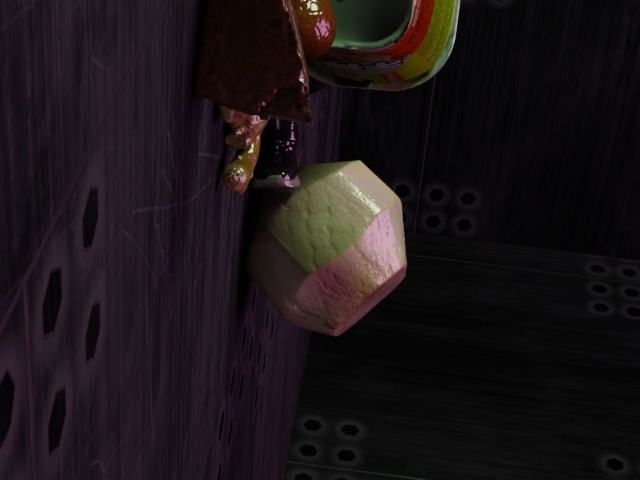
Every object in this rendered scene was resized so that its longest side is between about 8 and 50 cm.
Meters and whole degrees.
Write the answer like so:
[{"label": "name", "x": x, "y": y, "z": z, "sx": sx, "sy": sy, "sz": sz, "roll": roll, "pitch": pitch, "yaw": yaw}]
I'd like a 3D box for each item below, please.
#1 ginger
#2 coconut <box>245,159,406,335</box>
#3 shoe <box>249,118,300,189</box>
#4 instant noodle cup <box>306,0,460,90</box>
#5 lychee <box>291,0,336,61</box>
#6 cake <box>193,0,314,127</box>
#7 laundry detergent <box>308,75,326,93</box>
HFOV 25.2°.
[{"label": "ginger", "x": -0.086, "y": -0.147, "z": 1.616, "sx": 0.176, "sy": 0.052, "sz": 0.193, "roll": -74, "pitch": 179, "yaw": -68}, {"label": "coconut", "x": 0.000, "y": 0.000, "z": 2.074, "sx": 0.259, "sy": 0.259, "sz": 0.259, "roll": 7, "pitch": 90, "yaw": -87}, {"label": "shoe", "x": -0.060, "y": -0.132, "z": 1.985, "sx": 0.169, "sy": 0.071, "sz": 0.099, "roll": -86, "pitch": 179, "yaw": -67}, {"label": "instant noodle cup", "x": 0.053, "y": -0.352, "z": 2.003, "sx": 0.308, "sy": 0.294, "sz": 0.294, "roll": -17, "pitch": 114, "yaw": -79}, {"label": "lychee", "x": -0.029, "y": -0.263, "z": 1.816, "sx": 0.114, "sy": 0.101, "sz": 0.140, "roll": 7, "pitch": 70, "yaw": -88}, {"label": "cake", "x": -0.077, "y": -0.252, "z": 1.393, "sx": 0.116, "sy": 0.112, "sz": 0.295, "roll": -71, "pitch": 154, "yaw": -84}, {"label": "laundry detergent", "x": 0.014, "y": -0.329, "z": 2.260, "sx": 0.211, "sy": 0.063, "sz": 0.137, "roll": 134, "pitch": -35, "yaw": -57}]
